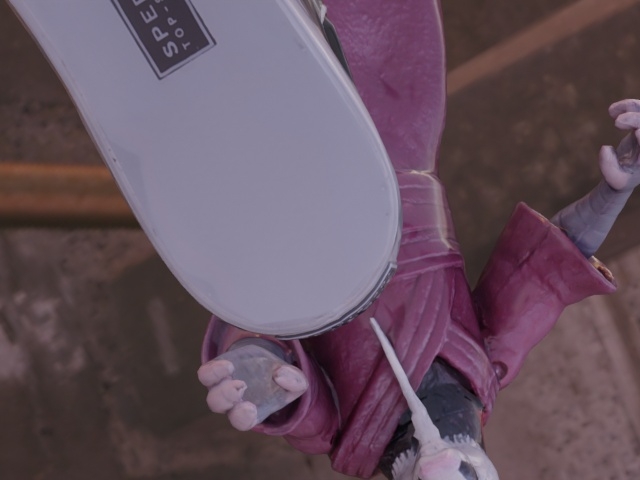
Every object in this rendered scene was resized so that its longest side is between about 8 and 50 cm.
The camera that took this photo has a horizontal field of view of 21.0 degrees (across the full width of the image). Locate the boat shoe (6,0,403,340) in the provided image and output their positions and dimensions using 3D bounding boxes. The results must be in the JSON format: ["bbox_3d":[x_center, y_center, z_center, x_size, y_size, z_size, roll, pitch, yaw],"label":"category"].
[{"bbox_3d":[-0.046,-0.084,0.422,0.229,0.080,0.076,59,4,-5],"label":"boat shoe"}]

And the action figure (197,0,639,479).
[{"bbox_3d":[0.000,0.000,0.827,0.248,0.275,0.370,-12,80,-26],"label":"action figure"}]
